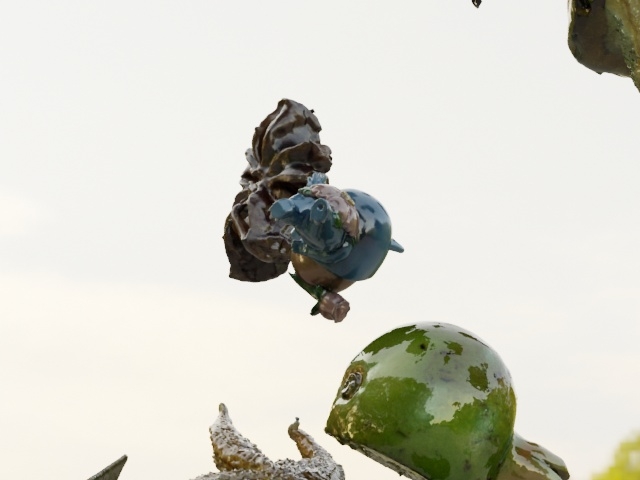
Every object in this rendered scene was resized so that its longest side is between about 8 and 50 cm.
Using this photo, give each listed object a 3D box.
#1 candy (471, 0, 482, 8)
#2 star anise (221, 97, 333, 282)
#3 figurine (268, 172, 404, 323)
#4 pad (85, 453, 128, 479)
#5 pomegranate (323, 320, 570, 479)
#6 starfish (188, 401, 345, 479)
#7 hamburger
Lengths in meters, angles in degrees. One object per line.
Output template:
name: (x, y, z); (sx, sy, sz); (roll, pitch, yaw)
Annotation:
candy: (0.231, -0.463, 2.738); (0.070, 0.145, 0.275); (-17, -22, -17)
star anise: (-0.041, -0.053, 2.235); (0.125, 0.220, 0.190); (19, -14, -2)
figurine: (0.002, 0.005, 1.988); (0.114, 0.145, 0.178); (22, -4, 26)
pad: (-0.296, 0.350, 1.935); (0.004, 0.220, 0.330); (27, 16, 11)
pomegranate: (0.134, 0.171, 1.871); (0.240, 0.159, 0.190); (26, -7, 23)
starfish: (-0.060, 0.247, 1.892); (0.299, 0.060, 0.302); (35, 26, 31)
hamburger: (0.451, -0.341, 2.560); (0.265, 0.285, 0.134); (-6, 19, -31)
